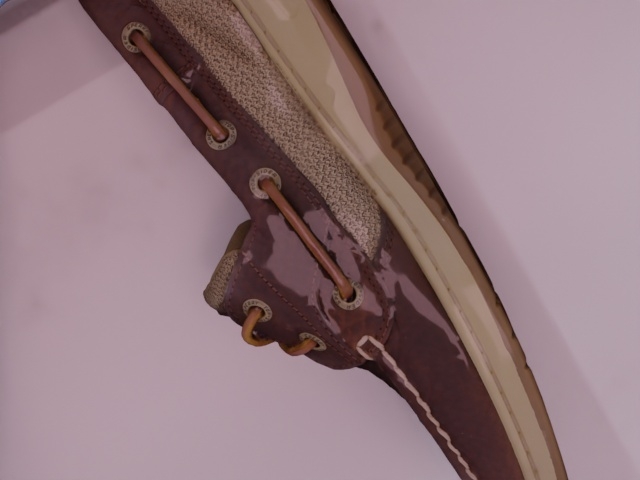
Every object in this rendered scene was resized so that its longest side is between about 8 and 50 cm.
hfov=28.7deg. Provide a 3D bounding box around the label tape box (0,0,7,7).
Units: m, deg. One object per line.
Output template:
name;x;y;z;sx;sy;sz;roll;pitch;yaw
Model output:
label tape box;-0.147;-0.254;0.492;0.240;0.106;0.334;42;87;-9

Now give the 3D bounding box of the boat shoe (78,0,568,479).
boat shoe;0.000;0.000;0.600;0.123;0.123;0.342;-30;97;7
